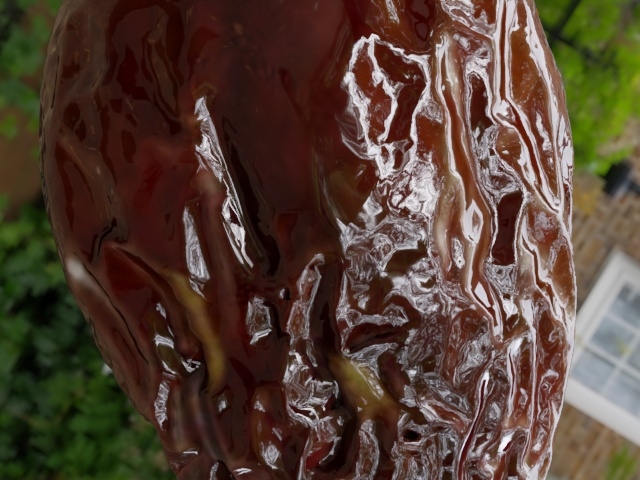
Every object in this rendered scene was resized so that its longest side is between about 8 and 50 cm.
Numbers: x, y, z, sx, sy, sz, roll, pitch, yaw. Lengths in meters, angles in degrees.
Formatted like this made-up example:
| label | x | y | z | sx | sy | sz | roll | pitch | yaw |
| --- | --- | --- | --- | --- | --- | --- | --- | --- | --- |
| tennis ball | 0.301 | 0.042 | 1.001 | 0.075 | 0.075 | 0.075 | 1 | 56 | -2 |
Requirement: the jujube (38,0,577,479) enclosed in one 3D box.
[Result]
| label | x | y | z | sx | sy | sz | roll | pitch | yaw |
| --- | --- | --- | --- | --- | --- | --- | --- | --- | --- |
| jujube | 0.000 | 0.000 | 0.526 | 0.168 | 0.168 | 0.237 | 147 | -66 | -79 |
